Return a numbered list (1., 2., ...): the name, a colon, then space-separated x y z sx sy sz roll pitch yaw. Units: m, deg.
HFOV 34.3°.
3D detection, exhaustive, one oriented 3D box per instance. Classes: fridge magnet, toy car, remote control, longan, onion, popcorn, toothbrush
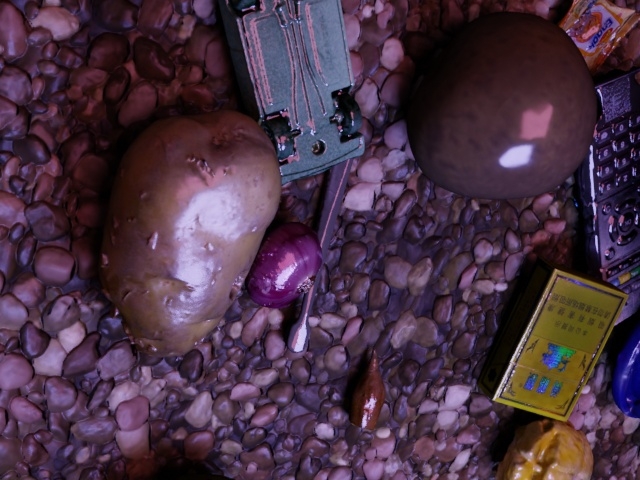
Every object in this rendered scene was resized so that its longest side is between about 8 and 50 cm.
1. fridge magnet: 0.578 0.179 1.686 0.265 0.112 0.265 -24 132 -30
2. toy car: -0.038 -0.230 1.187 0.141 0.097 0.321 -23 116 -24
3. remote control: 0.436 -0.058 1.563 0.144 0.062 0.399 -24 118 -24
4. longan: 0.234 -0.171 1.318 0.246 0.215 0.246 5 67 -13
5. onion: -0.052 0.027 1.268 0.104 0.115 0.115 35 83 10
6. popcorn: 0.340 0.347 1.583 0.167 0.152 0.148 -30 119 -37
7. toothbrush: 0.000 0.000 1.327 0.030 0.030 0.297 11 98 -25

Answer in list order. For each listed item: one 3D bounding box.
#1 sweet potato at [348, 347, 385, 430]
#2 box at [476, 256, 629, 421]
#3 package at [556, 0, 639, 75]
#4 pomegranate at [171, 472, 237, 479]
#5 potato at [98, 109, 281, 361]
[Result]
1. sweet potato: 0.064 0.204 1.421 0.049 0.049 0.117 7 95 -34
2. box: 0.344 0.149 1.539 0.141 0.064 0.220 18 101 -22
3. package: 0.380 -0.297 1.453 0.120 0.031 0.108 18 120 -37
4. pomegranate: -0.120 0.373 1.279 0.241 0.190 0.159 17 71 -34
5. potato: -0.153 -0.007 1.160 0.191 0.141 0.296 5 107 -37
